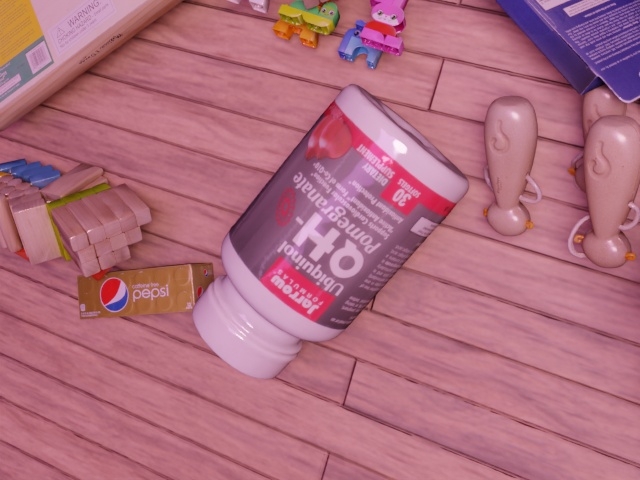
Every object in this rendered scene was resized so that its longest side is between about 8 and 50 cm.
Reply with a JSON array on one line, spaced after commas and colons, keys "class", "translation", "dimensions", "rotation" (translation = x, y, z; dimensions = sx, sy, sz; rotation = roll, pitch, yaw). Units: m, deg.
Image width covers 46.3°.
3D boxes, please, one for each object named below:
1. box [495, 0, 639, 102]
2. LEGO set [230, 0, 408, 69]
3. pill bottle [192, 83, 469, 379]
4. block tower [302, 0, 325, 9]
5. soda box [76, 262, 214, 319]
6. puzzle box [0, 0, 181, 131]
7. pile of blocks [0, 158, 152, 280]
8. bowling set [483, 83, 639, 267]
[{"class": "box", "translation": [0.266, -0.231, 0.761], "dimensions": [0.225, 0.136, 0.036], "rotation": [54, 151, 17]}, {"class": "LEGO set", "translation": [0.012, -0.280, 0.883], "dimensions": [0.227, 0.087, 0.093], "rotation": [23, 82, 16]}, {"class": "pill bottle", "translation": [0.000, 0.000, 0.843], "dimensions": [0.176, 0.176, 0.319], "rotation": [44, 105, 15]}, {"class": "block tower", "translation": [0.120, -0.361, 0.789], "dimensions": [0.335, 0.091, 0.097], "rotation": [-21, 74, 5]}, {"class": "soda box", "translation": [-0.232, 0.067, 0.995], "dimensions": [0.181, 0.058, 0.062], "rotation": [-6, 88, 20]}, {"class": "puzzle box", "translation": [-0.345, -0.357, 0.972], "dimensions": [0.408, 0.052, 0.272], "rotation": [-27, 81, 22]}, {"class": "pile of blocks", "translation": [-0.377, -0.029, 1.036], "dimensions": [0.362, 0.149, 0.113], "rotation": [16, 129, 27]}, {"class": "bowling set", "translation": [0.322, -0.069, 0.741], "dimensions": [0.287, 0.199, 0.154], "rotation": [28, 136, 45]}]
